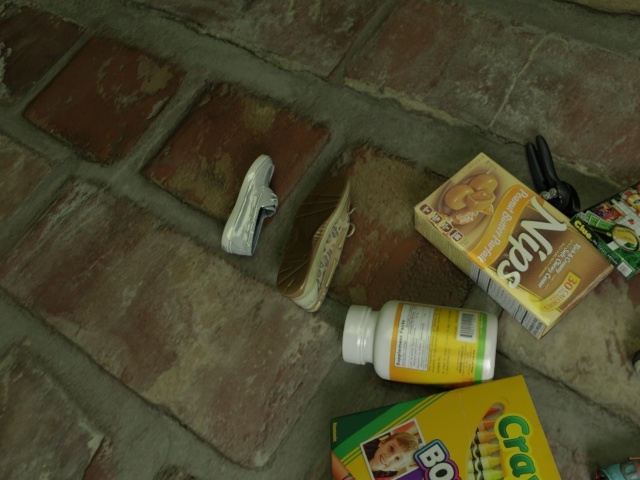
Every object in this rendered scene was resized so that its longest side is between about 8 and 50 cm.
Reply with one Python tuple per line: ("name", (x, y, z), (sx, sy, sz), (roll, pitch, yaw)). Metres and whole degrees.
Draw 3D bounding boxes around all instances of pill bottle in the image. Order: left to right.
("pill bottle", (0.167, 0.175, 0.977), (0.245, 0.136, 0.136), (6, 65, 15))

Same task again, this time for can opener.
("can opener", (0.441, -0.124, 1.124), (0.059, 0.073, 0.186), (-39, 50, 36))

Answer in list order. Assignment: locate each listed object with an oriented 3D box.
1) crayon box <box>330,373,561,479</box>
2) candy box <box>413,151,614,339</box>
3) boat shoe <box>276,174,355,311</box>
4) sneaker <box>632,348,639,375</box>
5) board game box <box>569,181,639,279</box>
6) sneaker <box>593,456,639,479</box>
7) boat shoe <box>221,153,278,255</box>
("crayon box", (0.178, 0.385, 0.787), (0.313, 0.106, 0.363), (-18, 35, 12))
("candy box", (0.345, 0.002, 1.054), (0.183, 0.087, 0.316), (-40, 63, -10))
("boat shoe", (0.000, 0.000, 1.139), (0.104, 0.089, 0.285), (1, 58, 41))
("sneaker", (0.601, 0.139, 0.950), (0.222, 0.083, 0.118), (-26, 42, 6))
("board game box", (0.574, -0.035, 1.008), (0.259, 0.030, 0.136), (-23, 62, -25))
("sneaker", (0.506, 0.429, 0.799), (0.125, 0.104, 0.262), (-22, 63, -3))
("boat shoe", (-0.130, -0.071, 1.204), (0.081, 0.079, 0.227), (17, 73, 9))
